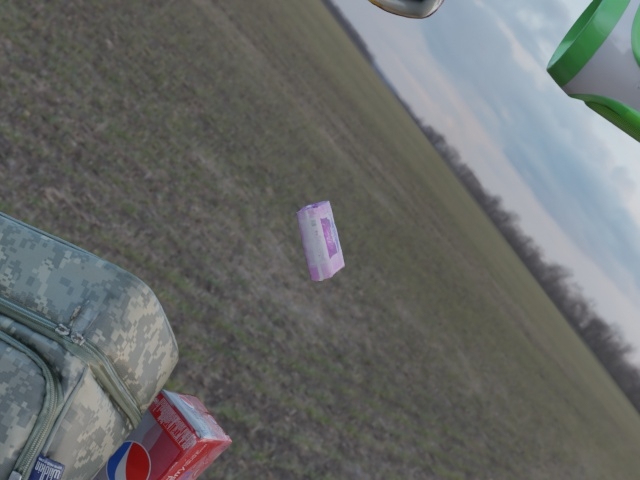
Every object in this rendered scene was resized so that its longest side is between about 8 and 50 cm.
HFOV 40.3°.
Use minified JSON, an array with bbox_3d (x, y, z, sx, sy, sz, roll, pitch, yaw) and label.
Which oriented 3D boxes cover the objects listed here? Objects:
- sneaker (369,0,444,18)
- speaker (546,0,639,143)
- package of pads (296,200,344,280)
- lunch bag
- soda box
[{"bbox_3d":[0.008,-0.212,0.563,0.185,0.070,0.084,30,24,-13],"label":"sneaker"},{"bbox_3d":[0.390,-0.138,0.914,0.296,0.131,0.131,35,10,-1],"label":"speaker"},{"bbox_3d":[0.000,0.000,0.981,0.050,0.031,0.083,-35,113,-69],"label":"package of pads"},{"bbox_3d":[-0.331,0.130,0.898,0.305,0.256,0.213,24,-27,16],"label":"lunch bag"},{"bbox_3d":[-0.236,0.304,1.058,0.083,0.263,0.092,46,4,24],"label":"soda box"}]
